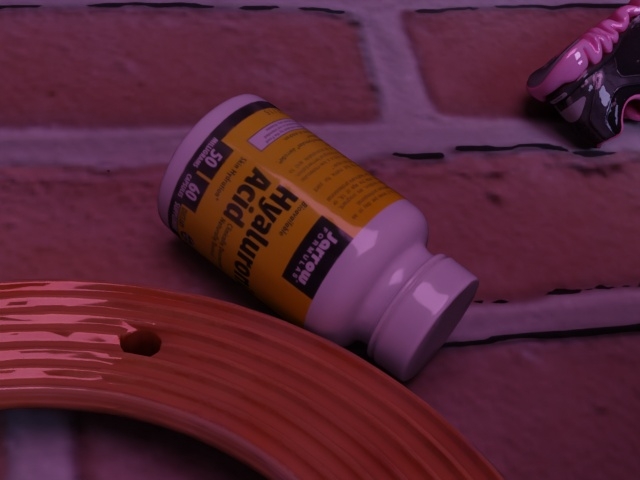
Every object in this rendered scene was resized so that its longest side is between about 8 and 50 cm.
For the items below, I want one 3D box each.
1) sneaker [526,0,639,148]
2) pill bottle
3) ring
[{"bbox_3d":[0.153,-0.084,0.534,0.119,0.047,0.057,-37,86,-31],"label":"sneaker"},{"bbox_3d":[0.000,0.000,0.416,0.116,0.065,0.065,36,54,17],"label":"pill bottle"},{"bbox_3d":[-0.087,0.128,0.282,0.336,0.032,0.336,4,37,-3],"label":"ring"}]
